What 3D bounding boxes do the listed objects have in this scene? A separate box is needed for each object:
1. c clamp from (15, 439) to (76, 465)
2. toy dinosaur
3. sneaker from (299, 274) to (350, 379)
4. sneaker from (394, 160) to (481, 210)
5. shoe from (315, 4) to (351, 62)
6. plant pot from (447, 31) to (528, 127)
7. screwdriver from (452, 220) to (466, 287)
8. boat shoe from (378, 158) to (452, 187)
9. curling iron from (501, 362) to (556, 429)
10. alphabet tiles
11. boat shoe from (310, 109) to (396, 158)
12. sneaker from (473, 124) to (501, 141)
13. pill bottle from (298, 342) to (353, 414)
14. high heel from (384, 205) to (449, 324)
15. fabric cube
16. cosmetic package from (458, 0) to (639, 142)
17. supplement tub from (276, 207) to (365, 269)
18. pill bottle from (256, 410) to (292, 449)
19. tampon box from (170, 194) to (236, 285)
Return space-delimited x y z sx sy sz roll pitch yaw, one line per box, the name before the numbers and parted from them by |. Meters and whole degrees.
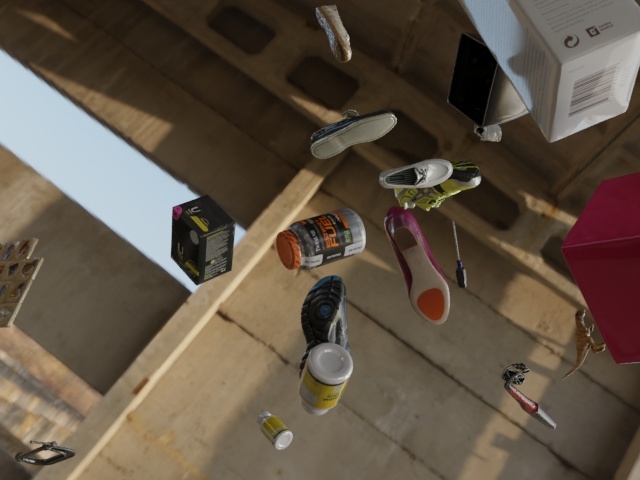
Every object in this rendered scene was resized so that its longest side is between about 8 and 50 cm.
c clamp | -0.647 0.492 1.570 0.160 0.022 0.137 -30 -39 31
toy dinosaur | 0.764 0.303 1.960 0.112 0.212 0.064 4 0 19
sneaker | 0.020 0.267 1.905 0.125 0.341 0.139 -5 -26 31
sneaker | 0.399 -0.182 2.295 0.384 0.145 0.147 4 -72 59
shoe | 0.048 -0.578 1.867 0.077 0.058 0.219 89 -19 -57
plant pot | 0.448 -0.404 1.695 0.188 0.166 0.188 -122 -147 -53
screwdriver | 0.327 0.035 1.625 0.024 0.025 0.170 14 -57 60
boat shoe | 0.290 -0.190 2.027 0.076 0.226 0.083 -105 -179 -79
curling iron | 0.468 0.354 1.488 0.274 0.068 0.035 49 -6 -35
alphabet tiles | -0.778 0.126 1.547 0.342 0.285 0.011 -6 -37 31
boat shoe | 0.087 -0.307 1.869 0.254 0.079 0.095 -24 -40 24
sneaker | 0.475 -0.342 1.978 0.152 0.061 0.054 -106 -167 -48
pill bottle | 0.006 0.320 1.532 0.103 0.103 0.184 33 -40 15
high heel | 0.298 0.072 2.055 0.181 0.127 0.377 -91 162 -64
fabric cube | 0.607 0.028 1.133 0.258 0.259 0.254 -15 -68 46
cosmetic package | 0.386 -0.433 1.227 0.230 0.161 0.453 63 4 -62
supplement tub | 0.000 0.000 1.579 0.117 0.190 0.117 39 -42 47
pill bottle | -0.139 0.558 1.999 0.116 0.065 0.065 35 -18 43
tampon box | -0.278 -0.001 1.592 0.120 0.101 0.161 41 -41 30
